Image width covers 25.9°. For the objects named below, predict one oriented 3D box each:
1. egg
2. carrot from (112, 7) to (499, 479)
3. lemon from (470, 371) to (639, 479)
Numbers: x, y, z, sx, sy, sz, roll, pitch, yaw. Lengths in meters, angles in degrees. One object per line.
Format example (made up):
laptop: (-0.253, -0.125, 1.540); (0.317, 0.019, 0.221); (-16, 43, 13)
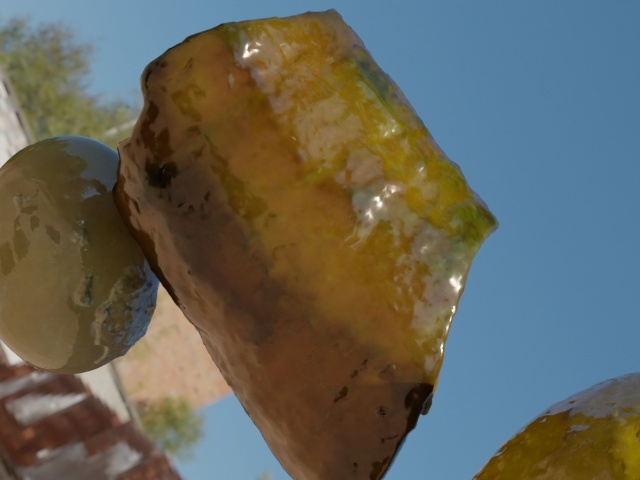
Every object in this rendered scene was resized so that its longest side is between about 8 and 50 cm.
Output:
egg: (-0.206, 0.012, 1.143); (0.164, 0.164, 0.201); (-147, -125, -59)
carrot: (0.000, 0.000, 1.044); (0.341, 0.241, 0.241); (55, -18, -3)
lemon: (0.206, 0.205, 0.826); (0.253, 0.310, 0.253); (166, -90, -77)
